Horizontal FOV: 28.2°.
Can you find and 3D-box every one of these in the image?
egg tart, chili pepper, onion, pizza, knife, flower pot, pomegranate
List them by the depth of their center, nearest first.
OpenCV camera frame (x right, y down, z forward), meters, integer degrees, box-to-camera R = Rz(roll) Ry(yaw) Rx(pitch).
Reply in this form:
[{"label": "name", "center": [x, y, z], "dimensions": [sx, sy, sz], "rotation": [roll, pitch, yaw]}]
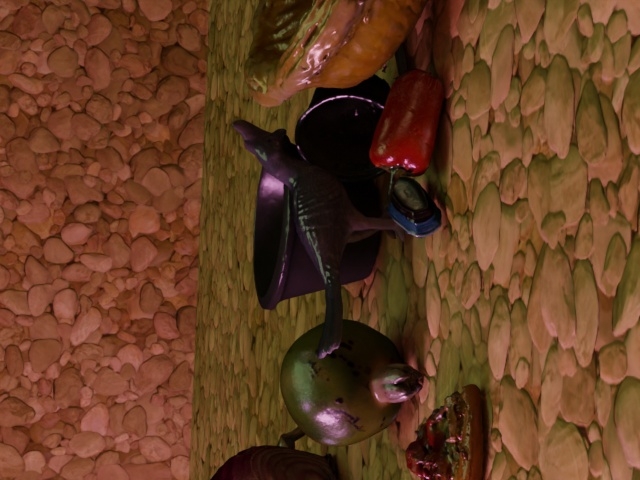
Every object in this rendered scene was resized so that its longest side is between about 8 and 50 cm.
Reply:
[{"label": "pizza", "center": [0.140, 0.269, 1.520], "dimensions": [0.193, 0.053, 0.201], "rotation": [165, 107, -75]}, {"label": "chili pepper", "center": [0.106, -0.122, 1.643], "dimensions": [0.086, 0.084, 0.192], "rotation": [56, -131, -71]}, {"label": "egg tart", "center": [0.034, -0.341, 1.722], "dimensions": [0.388, 0.169, 0.388], "rotation": [-49, 25, 32]}, {"label": "pomegranate", "center": [0.049, 0.190, 1.726], "dimensions": [0.209, 0.180, 0.180], "rotation": [-12, 73, 43]}, {"label": "knife", "center": [0.121, -0.227, 1.789], "dimensions": [0.028, 0.015, 0.210], "rotation": [117, 152, -46]}, {"label": "flower pot", "center": [0.045, -0.175, 1.833], "dimensions": [0.107, 0.157, 0.157], "rotation": [-84, 7, -49]}, {"label": "flower pot", "center": [-0.004, -0.022, 1.937], "dimensions": [0.269, 0.166, 0.269], "rotation": [-174, 90, -78]}, {"label": "onion", "center": [-0.082, 0.451, 2.027], "dimensions": [0.272, 0.230, 0.256], "rotation": [-149, 62, -66]}]

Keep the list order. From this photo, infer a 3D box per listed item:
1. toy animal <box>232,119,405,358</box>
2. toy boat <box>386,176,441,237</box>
[{"label": "toy animal", "center": [0.025, -0.020, 1.756], "dimensions": [0.081, 0.205, 0.367], "rotation": [-55, 51, 54]}, {"label": "toy boat", "center": [0.121, -0.038, 1.666], "dimensions": [0.137, 0.060, 0.061], "rotation": [-126, 16, -60]}]
